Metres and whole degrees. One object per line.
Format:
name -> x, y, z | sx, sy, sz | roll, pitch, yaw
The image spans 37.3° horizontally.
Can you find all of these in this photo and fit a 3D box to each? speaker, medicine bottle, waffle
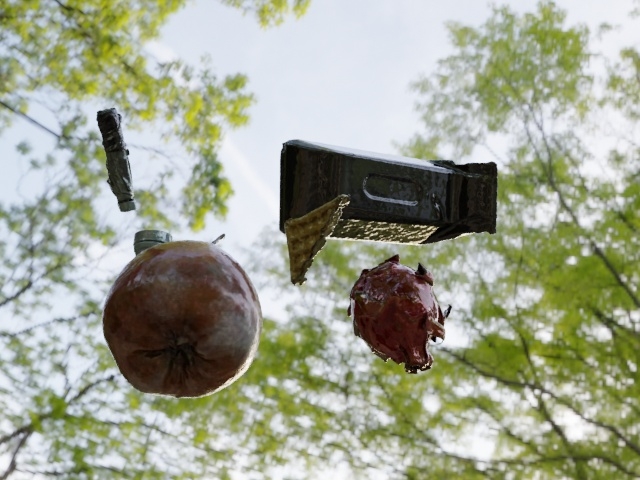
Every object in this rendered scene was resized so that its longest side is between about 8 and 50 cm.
speaker -> 0.126, -0.091, 1.770 | 0.388, 0.180, 0.184 | 4, -6, -32
medicine bottle -> -0.289, 0.094, 1.601 | 0.090, 0.217, 0.090 | 0, -20, 0
waffle -> 0.000, 0.000, 1.318 | 0.023, 0.098, 0.152 | 1, -16, -36

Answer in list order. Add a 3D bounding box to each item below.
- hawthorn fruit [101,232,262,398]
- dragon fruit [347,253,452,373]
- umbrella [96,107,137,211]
hawthorn fruit -> -0.209, 0.115, 1.400 | 0.234, 0.232, 0.263 | -3, 4, -24
dragon fruit -> 0.101, 0.096, 1.261 | 0.136, 0.166, 0.133 | -30, -34, 17
umbrella -> -0.362, -0.143, 1.687 | 0.050, 0.046, 0.188 | 14, -59, 51
